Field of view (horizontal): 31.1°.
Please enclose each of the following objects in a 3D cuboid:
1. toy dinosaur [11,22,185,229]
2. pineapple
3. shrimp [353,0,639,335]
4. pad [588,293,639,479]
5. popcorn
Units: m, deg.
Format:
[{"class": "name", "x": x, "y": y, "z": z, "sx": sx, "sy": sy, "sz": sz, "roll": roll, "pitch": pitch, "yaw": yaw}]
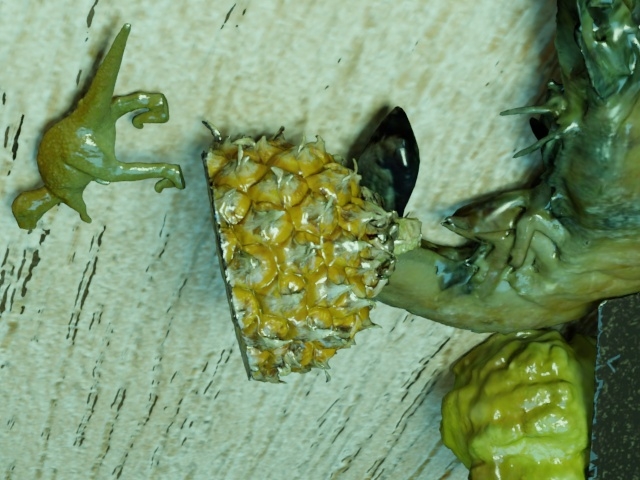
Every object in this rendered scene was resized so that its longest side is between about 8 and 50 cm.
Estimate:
[{"class": "toy dinosaur", "x": -0.157, "y": -0.066, "z": 0.727, "sx": 0.126, "sy": 0.039, "sz": 0.162, "roll": -12, "pitch": 142, "yaw": 3}, {"class": "pineapple", "x": 0.001, "y": 0.003, "z": 0.762, "sx": 0.136, "sy": 0.161, "sz": 0.176, "roll": -11, "pitch": 121, "yaw": -6}, {"class": "shrimp", "x": 0.132, "y": -0.053, "z": 0.800, "sx": 0.272, "sy": 0.085, "sz": 0.445, "roll": -6, "pitch": 148, "yaw": 2}, {"class": "pad", "x": 0.333, "y": 0.182, "z": 0.992, "sx": 0.219, "sy": 0.004, "sz": 0.330, "roll": -7, "pitch": 115, "yaw": -9}, {"class": "popcorn", "x": 0.201, "y": 0.170, "z": 1.043, "sx": 0.197, "sy": 0.156, "sz": 0.198, "roll": -12, "pitch": 134, "yaw": -13}]
